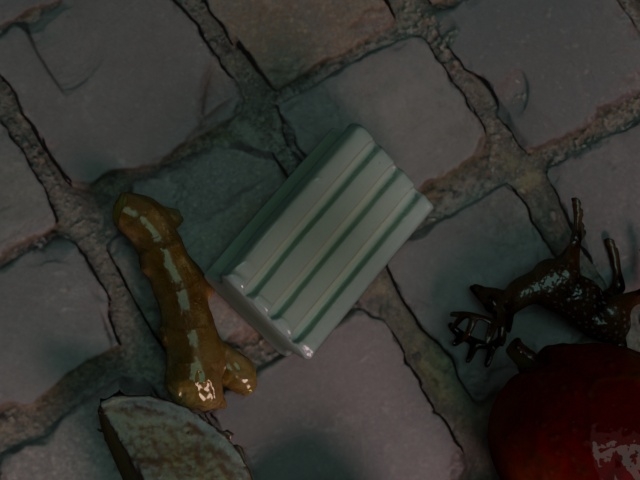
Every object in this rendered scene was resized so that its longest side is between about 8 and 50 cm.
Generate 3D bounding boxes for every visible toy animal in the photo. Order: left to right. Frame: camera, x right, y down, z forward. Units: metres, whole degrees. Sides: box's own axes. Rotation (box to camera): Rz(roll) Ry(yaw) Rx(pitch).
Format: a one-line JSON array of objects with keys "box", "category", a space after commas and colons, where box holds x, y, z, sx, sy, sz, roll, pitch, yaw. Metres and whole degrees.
[{"box": [0.316, 0.078, 1.640, 0.243, 0.087, 0.260, 29, 70, -3], "category": "toy animal"}]

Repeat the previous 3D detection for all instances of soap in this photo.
[{"box": [0.000, 0.000, 1.568, 0.160, 0.087, 0.265, 46, 71, -18], "category": "soap"}]

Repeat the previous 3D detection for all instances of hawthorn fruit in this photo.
[{"box": [0.331, 0.247, 1.520, 0.307, 0.265, 0.265, 44, 72, 4], "category": "hawthorn fruit"}]

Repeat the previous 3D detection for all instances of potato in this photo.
[{"box": [-0.162, 0.282, 1.481, 0.138, 0.098, 0.243, -22, 77, -20], "category": "potato"}]

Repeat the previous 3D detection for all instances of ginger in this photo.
[{"box": [-0.180, 0.072, 1.539, 0.118, 0.065, 0.299, -22, 85, -35], "category": "ginger"}]
